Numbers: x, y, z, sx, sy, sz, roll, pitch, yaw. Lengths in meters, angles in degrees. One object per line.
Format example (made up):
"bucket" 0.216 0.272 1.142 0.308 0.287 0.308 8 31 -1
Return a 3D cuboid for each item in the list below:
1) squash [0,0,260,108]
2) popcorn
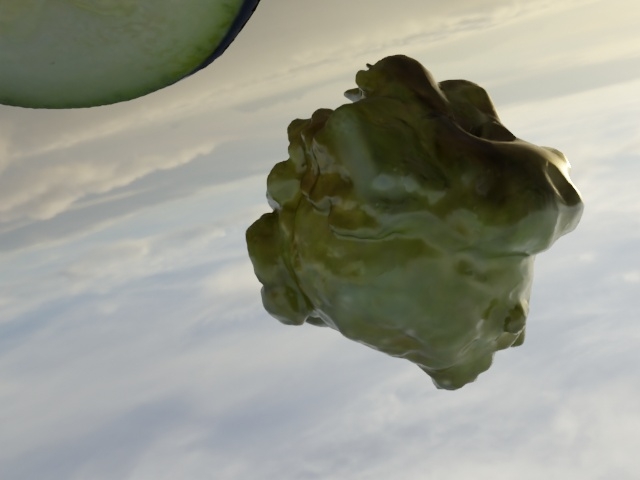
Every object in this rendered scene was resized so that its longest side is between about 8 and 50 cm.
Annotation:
"squash" -0.145 -0.165 0.339 0.252 0.252 0.049 -14 -124 10
"popcorn" 0.089 -0.010 0.703 0.312 0.312 0.312 -15 -169 3
